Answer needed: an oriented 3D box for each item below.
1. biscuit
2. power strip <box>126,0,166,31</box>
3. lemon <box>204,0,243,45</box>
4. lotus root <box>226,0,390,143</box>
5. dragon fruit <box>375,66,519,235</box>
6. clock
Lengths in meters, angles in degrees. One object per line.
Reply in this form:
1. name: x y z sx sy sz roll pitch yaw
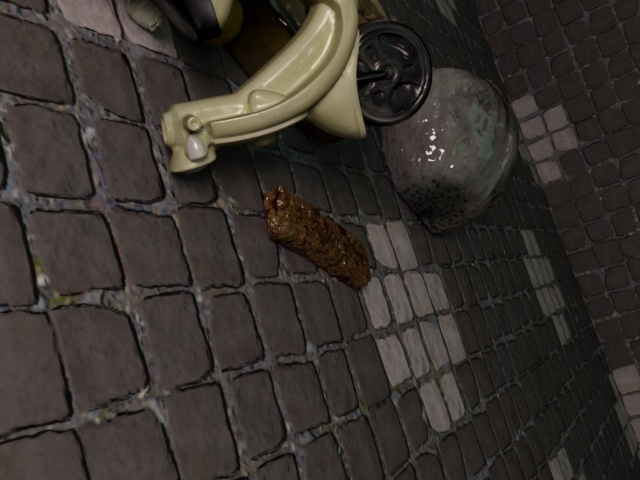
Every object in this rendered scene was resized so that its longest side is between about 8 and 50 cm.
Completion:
1. biscuit: 0.000 0.000 0.845 0.199 0.034 0.064 34 41 -48
2. power strip: -0.177 -0.296 0.732 0.030 0.047 0.191 28 46 -43
3. lemon: -0.119 -0.256 0.788 0.062 0.062 0.083 58 41 -18
4. lotus root: -0.018 -0.331 0.987 0.375 0.111 0.390 62 31 -7
5. dragon fruit: 0.250 -0.153 1.228 0.283 0.204 0.221 41 38 -40
6. clock: -0.085 -0.221 0.640 0.379 0.276 0.120 54 -8 -17
